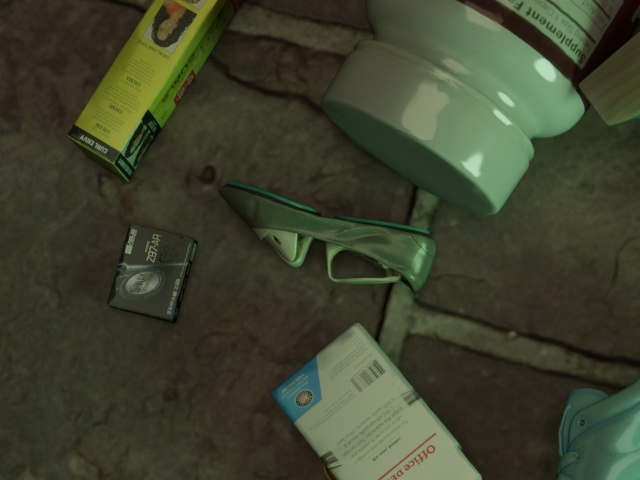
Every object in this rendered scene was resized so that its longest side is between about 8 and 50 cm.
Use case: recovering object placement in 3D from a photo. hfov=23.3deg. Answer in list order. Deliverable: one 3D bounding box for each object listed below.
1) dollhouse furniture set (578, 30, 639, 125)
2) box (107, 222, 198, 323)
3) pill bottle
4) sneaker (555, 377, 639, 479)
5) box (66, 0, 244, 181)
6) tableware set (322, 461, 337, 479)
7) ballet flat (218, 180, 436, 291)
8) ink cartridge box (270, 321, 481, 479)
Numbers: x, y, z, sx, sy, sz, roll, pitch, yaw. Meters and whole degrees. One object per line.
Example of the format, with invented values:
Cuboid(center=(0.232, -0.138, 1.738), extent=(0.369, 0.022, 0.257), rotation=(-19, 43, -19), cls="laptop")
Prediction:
Cuboid(center=(0.424, -0.083, 1.295), extent=(0.286, 0.198, 0.303), rotation=(-42, 72, 27), cls="dollhouse furniture set")
Cuboid(center=(-0.160, 0.031, 1.480), extent=(0.067, 0.018, 0.083), rotation=(14, 81, 8), cls="box")
Cuboid(center=(0.182, -0.234, 1.394), extent=(0.224, 0.224, 0.392), rotation=(32, 84, 11), cls="pill bottle")
Cuboid(center=(0.253, 0.215, 1.363), extent=(0.366, 0.135, 0.150), rotation=(-46, 59, -6), cls="sneaker")
Cuboid(center=(-0.152, -0.174, 1.487), extent=(0.058, 0.087, 0.232), rotation=(30, 82, 8), cls="box")
Cuboid(center=(0.055, 0.204, 1.423), extent=(0.104, 0.024, 0.154), rotation=(-24, 78, 1), cls="tableware set")
Cuboid(center=(0.000, 0.000, 1.445), extent=(0.213, 0.072, 0.068), rotation=(15, 85, 8), cls="ballet flat")
Cuboid(center=(0.053, 0.176, 1.386), extent=(0.104, 0.060, 0.180), rotation=(-39, 76, 0), cls="ink cartridge box")
